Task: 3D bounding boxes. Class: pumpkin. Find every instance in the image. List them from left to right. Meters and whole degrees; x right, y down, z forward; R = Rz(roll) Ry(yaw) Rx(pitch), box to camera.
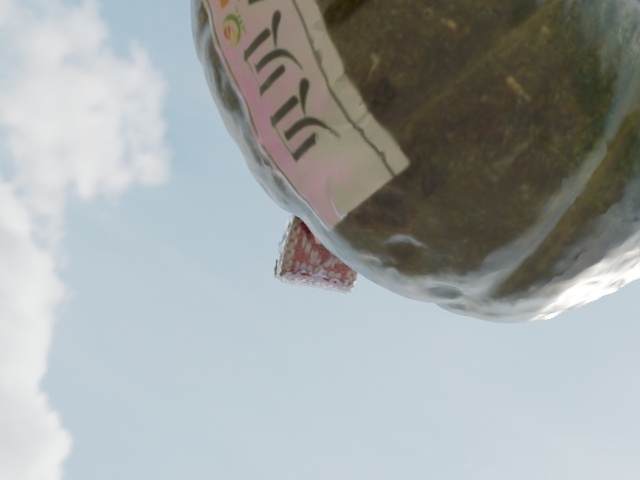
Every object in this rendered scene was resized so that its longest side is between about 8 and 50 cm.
[{"bbox_3d":[0.064,-0.084,0.485,0.189,0.260,0.260,-41,-110,49],"label":"pumpkin"}]

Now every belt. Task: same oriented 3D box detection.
[{"bbox_3d":[0.000,0.000,0.768,0.053,0.232,0.071,16,-88,-1],"label":"belt"}]
